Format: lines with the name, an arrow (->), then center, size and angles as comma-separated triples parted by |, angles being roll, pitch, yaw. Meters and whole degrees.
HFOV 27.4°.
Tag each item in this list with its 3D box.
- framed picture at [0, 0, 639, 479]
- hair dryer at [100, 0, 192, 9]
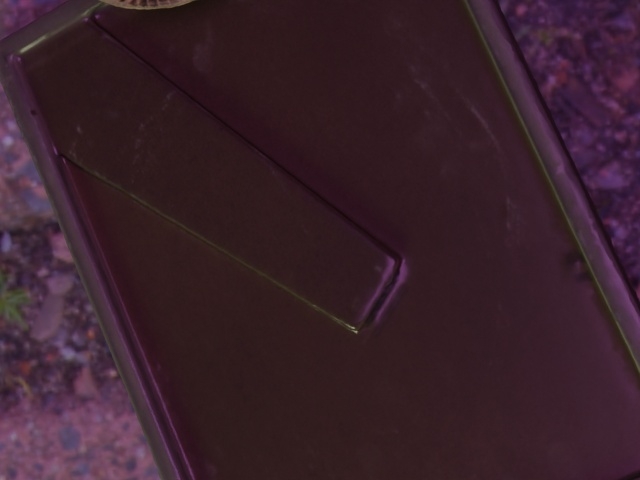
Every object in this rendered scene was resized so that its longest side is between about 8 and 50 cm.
framed picture -> 0.000, 0.000, 0.817 | 0.326, 0.028, 0.446 | -26, 80, 18
hair dryer -> -0.217, -0.217, 0.844 | 0.344, 0.107, 0.189 | -16, 68, 20
